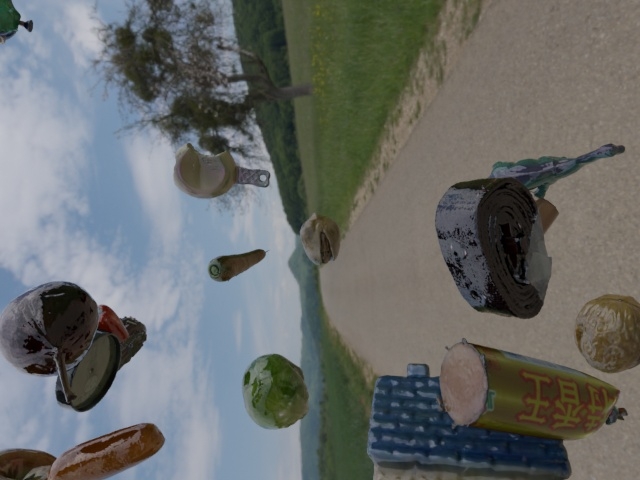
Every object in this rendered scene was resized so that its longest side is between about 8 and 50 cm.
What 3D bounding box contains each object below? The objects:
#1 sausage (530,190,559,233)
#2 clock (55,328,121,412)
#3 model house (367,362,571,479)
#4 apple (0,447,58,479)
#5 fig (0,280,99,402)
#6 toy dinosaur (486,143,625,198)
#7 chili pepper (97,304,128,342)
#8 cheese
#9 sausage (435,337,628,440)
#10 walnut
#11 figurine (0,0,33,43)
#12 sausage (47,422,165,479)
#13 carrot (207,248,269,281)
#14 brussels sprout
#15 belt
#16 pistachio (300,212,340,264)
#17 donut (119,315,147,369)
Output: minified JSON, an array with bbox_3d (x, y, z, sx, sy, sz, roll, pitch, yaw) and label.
[{"bbox_3d":[0.600,-0.017,1.446,0.252,0.123,0.123,-55,6,6],"label":"sausage"},{"bbox_3d":[-0.602,0.341,1.250,0.215,0.042,0.214,13,-90,-81],"label":"clock"},{"bbox_3d":[0.309,0.458,0.959,0.445,0.395,0.399,54,-146,-64],"label":"model house"},{"bbox_3d":[-0.729,0.636,1.081,0.319,0.319,0.277,120,161,-88],"label":"apple"},{"bbox_3d":[-0.551,0.188,0.970,0.203,0.186,0.249,-57,28,-14],"label":"fig"},{"bbox_3d":[0.520,-0.172,1.218,0.331,0.384,0.129,-2,-98,-72],"label":"toy dinosaur"},{"bbox_3d":[-0.623,0.228,1.350,0.084,0.086,0.192,23,141,39],"label":"chili pepper"},{"bbox_3d":[-0.293,-0.202,1.420,0.082,0.287,0.163,-111,25,-79],"label":"cheese"},{"bbox_3d":[0.339,0.248,0.730,0.117,0.318,0.125,-125,54,-71],"label":"sausage"},{"bbox_3d":[0.664,0.216,1.085,0.155,0.156,0.184,-100,10,-76],"label":"walnut"},{"bbox_3d":[-0.778,-0.500,1.095,0.102,0.195,0.111,-78,-34,-64],"label":"figurine"},{"bbox_3d":[-0.454,0.458,1.012,0.098,0.238,0.098,161,90,-79],"label":"sausage"},{"bbox_3d":[-0.235,0.064,1.454,0.298,0.078,0.078,-21,-72,-63],"label":"carrot"},{"bbox_3d":[-0.139,0.469,1.479,0.244,0.244,0.244,174,90,-89],"label":"brussels sprout"},{"bbox_3d":[0.340,0.016,0.955,0.164,0.184,0.289,4,120,61],"label":"belt"},{"bbox_3d":[0.000,0.000,1.267,0.113,0.113,0.149,-97,4,-51],"label":"pistachio"},{"bbox_3d":[-0.754,0.389,1.741,0.103,0.269,0.269,40,168,11],"label":"donut"}]
